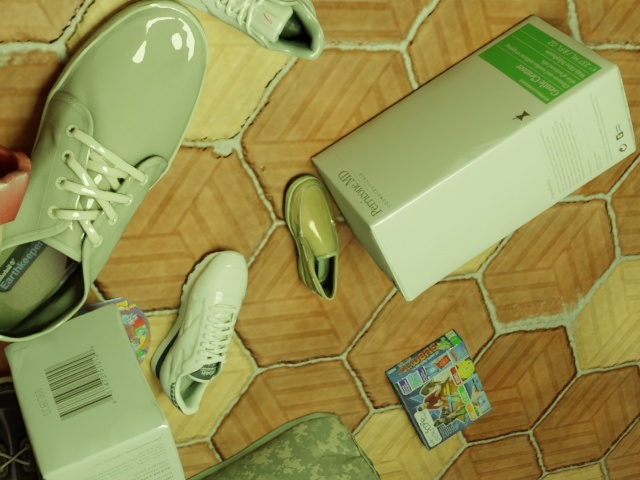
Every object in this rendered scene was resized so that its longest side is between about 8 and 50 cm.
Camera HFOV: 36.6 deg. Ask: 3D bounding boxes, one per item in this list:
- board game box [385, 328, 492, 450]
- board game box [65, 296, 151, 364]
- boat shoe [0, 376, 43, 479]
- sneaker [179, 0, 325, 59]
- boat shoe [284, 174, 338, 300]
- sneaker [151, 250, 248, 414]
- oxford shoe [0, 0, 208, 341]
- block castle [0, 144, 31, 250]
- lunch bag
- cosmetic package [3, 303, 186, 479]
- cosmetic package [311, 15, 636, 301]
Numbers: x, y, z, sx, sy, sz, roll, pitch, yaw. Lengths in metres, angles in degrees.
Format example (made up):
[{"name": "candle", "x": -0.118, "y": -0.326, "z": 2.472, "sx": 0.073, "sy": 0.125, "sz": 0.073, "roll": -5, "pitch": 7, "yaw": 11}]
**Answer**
[{"name": "board game box", "x": 0.202, "y": 0.255, "z": 1.629, "sx": 0.136, "sy": 0.035, "sz": 0.201, "roll": -31, "pitch": 131, "yaw": -6}, {"name": "board game box", "x": -0.304, "y": 0.148, "z": 1.291, "sx": 0.168, "sy": 0.033, "sz": 0.133, "roll": -13, "pitch": 127, "yaw": -20}, {"name": "boat shoe", "x": -0.408, "y": 0.285, "z": 1.302, "sx": 0.084, "sy": 0.079, "sz": 0.233, "roll": -7, "pitch": 123, "yaw": -22}, {"name": "sneaker", "x": -0.081, "y": -0.269, "z": 1.066, "sx": 0.232, "sy": 0.115, "sz": 0.090, "roll": 18, "pitch": 112, "yaw": -35}, {"name": "boat shoe", "x": 0.000, "y": 0.000, "z": 1.322, "sx": 0.068, "sy": 0.072, "sz": 0.190, "roll": -23, "pitch": 129, "yaw": -12}, {"name": "sneaker", "x": -0.150, "y": 0.124, "z": 1.316, "sx": 0.090, "sy": 0.095, "sz": 0.235, "roll": 11, "pitch": 114, "yaw": -31}, {"name": "oxford shoe", "x": -0.261, "y": -0.064, "z": 1.087, "sx": 0.169, "sy": 0.130, "sz": 0.449, "roll": 34, "pitch": 92, "yaw": -32}, {"name": "block castle", "x": -0.509, "y": -0.088, "z": 0.844, "sx": 0.453, "sy": 0.303, "sz": 0.213, "roll": 1, "pitch": 120, "yaw": -29}, {"name": "lunch bag", "x": -0.037, "y": 0.416, "z": 1.483, "sx": 0.287, "sy": 0.235, "sz": 0.169, "roll": -29, "pitch": 125, "yaw": -6}, {"name": "cosmetic package", "x": -0.267, "y": 0.300, "z": 1.265, "sx": 0.156, "sy": 0.217, "sz": 0.385, "roll": -22, "pitch": 139, "yaw": -14}, {"name": "cosmetic package", "x": 0.200, "y": -0.111, "z": 1.272, "sx": 0.365, "sy": 0.197, "sz": 0.155, "roll": -33, "pitch": 131, "yaw": -5}]
